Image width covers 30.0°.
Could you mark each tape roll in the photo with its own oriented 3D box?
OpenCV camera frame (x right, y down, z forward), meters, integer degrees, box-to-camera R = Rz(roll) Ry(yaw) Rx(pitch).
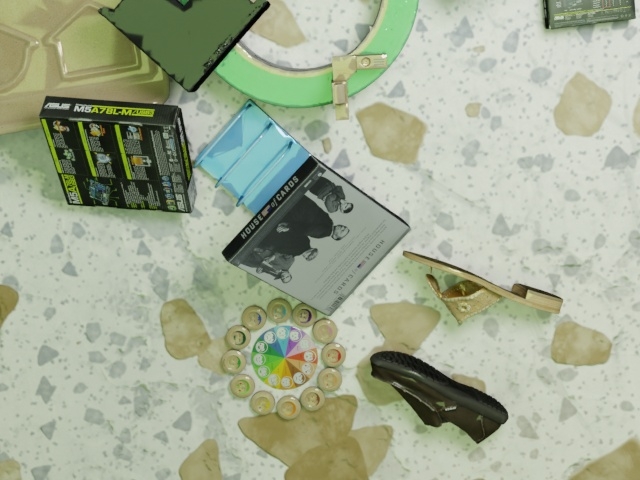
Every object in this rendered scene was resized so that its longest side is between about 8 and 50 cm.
[{"bbox_3d":[-0.027,-0.342,1.616,0.321,0.077,0.321,0,101,1],"label":"tape roll"}]

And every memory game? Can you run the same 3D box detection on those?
[{"bbox_3d":[-0.054,0.175,1.751,0.186,0.012,0.186,0,101,1],"label":"memory game"}]

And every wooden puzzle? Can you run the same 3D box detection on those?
[{"bbox_3d":[-0.387,-0.329,1.632,0.322,0.080,0.348,-9,96,3],"label":"wooden puzzle"}]

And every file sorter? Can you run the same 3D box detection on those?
[{"bbox_3d":[-0.078,-0.091,1.653,0.170,0.104,0.118,42,100,-7],"label":"file sorter"}]

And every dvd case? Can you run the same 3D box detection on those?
[{"bbox_3d":[0.000,0.000,1.630,0.179,0.029,0.238,-47,141,9],"label":"dvd case"}]

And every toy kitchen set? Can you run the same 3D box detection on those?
[{"bbox_3d":[0.052,-0.201,1.568,0.075,0.068,0.083,-3,102,2],"label":"toy kitchen set"}]

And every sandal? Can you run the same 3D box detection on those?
[{"bbox_3d":[0.221,0.086,1.689,0.240,0.088,0.079,16,95,-7],"label":"sandal"}]

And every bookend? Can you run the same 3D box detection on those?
[{"bbox_3d":[-0.175,-0.301,1.551,0.157,0.072,0.156,41,96,-4],"label":"bookend"}]

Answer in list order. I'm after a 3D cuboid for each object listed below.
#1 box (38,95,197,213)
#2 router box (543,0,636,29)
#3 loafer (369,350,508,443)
[{"bbox_3d":[-0.271,-0.113,1.620,0.184,0.045,0.191,6,144,8],"label":"box"},{"bbox_3d":[0.363,-0.340,1.625,0.122,0.038,0.092,-6,102,2],"label":"router box"},{"bbox_3d":[0.162,0.232,1.722,0.220,0.080,0.078,27,100,-4],"label":"loafer"}]
